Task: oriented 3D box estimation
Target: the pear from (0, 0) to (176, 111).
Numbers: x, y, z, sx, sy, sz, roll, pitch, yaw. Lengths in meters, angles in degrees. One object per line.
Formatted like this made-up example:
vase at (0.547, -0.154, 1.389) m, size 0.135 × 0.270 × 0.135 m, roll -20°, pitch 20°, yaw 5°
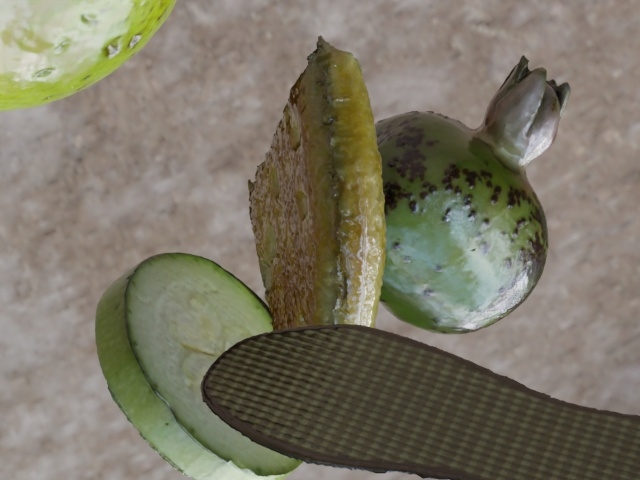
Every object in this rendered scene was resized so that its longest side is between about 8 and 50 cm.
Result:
pear at (-0.293, -0.289, 1.361) m, size 0.391 × 0.391 × 0.391 m, roll -21°, pitch 152°, yaw -12°

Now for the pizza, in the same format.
pizza at (0.000, 0.000, 1.094) m, size 0.058 × 0.197 × 0.292 m, roll -5°, pitch 110°, yaw -17°

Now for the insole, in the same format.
insole at (0.057, 0.081, 0.738) m, size 0.086 × 0.253 × 0.005 m, roll -55°, pitch 145°, yaw -35°

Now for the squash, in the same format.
squash at (-0.090, 0.108, 1.341) m, size 0.041 × 0.219 × 0.219 m, roll -36°, pitch 151°, yaw 27°

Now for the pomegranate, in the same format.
pomegranate at (0.172, -0.063, 1.924) m, size 0.340 × 0.285 × 0.285 m, roll -49°, pitch 148°, yaw 9°
